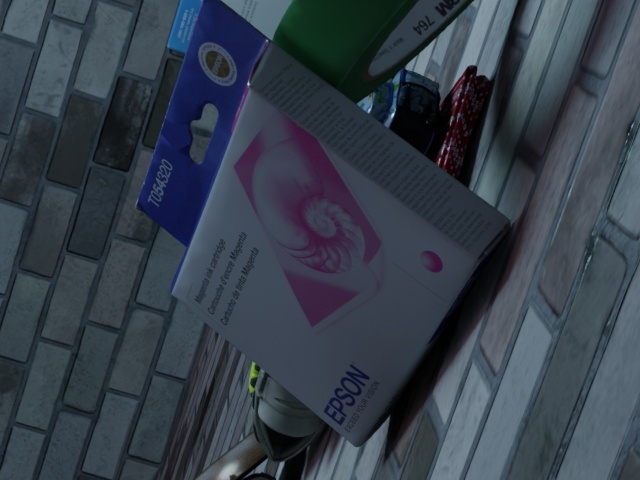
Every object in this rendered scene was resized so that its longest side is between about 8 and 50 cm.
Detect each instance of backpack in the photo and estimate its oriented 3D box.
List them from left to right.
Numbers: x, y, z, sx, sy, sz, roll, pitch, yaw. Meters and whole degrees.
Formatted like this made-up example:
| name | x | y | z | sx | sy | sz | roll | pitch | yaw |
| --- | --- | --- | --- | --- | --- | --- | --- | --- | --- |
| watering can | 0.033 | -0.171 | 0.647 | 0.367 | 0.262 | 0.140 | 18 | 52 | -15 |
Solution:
| name | x | y | z | sx | sy | sz | roll | pitch | yaw |
| --- | --- | --- | --- | --- | --- | --- | --- | --- | --- |
| backpack | 0.074 | -0.116 | 1.594 | 0.114 | 0.084 | 0.105 | -73 | 5 | -56 |

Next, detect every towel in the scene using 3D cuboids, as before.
| name | x | y | z | sx | sy | sz | roll | pitch | yaw |
| --- | --- | --- | --- | --- | --- | --- | --- | --- | --- |
| towel | 0.102 | -0.019 | 1.596 | 0.199 | 0.031 | 0.275 | 125 | 163 | -73 |

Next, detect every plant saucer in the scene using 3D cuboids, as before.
| name | x | y | z | sx | sy | sz | roll | pitch | yaw |
| --- | --- | --- | --- | --- | --- | --- | --- | --- | --- |
| plant saucer | -0.107 | 0.282 | 2.009 | 0.198 | 0.036 | 0.198 | -38 | -7 | -5 |

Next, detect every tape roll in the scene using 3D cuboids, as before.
| name | x | y | z | sx | sy | sz | roll | pitch | yaw |
| --- | --- | --- | --- | --- | --- | --- | --- | --- | --- |
| tape roll | 0.096 | -0.249 | 1.401 | 0.321 | 0.077 | 0.321 | -43 | -5 | -5 |

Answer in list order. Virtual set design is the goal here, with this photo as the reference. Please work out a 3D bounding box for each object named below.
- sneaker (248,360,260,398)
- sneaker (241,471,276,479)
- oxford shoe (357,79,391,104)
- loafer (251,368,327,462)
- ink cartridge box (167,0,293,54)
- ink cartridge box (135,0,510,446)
| name | x | y | z | sx | sy | sz | roll | pitch | yaw |
| --- | --- | --- | --- | --- | --- | --- | --- | --- | --- |
| sneaker | -0.033 | 0.074 | 2.068 | 0.123 | 0.109 | 0.295 | -105 | 32 | -69 |
| sneaker | -0.101 | 0.387 | 1.941 | 0.163 | 0.086 | 0.226 | 127 | 160 | -77 |
| oxford shoe | -0.017 | -0.142 | 2.176 | 0.169 | 0.130 | 0.449 | 35 | 116 | 47 |
| loafer | -0.018 | 0.164 | 1.795 | 0.319 | 0.112 | 0.111 | 105 | 174 | -65 |
| ink cartridge box | -0.053 | -0.364 | 2.463 | 0.129 | 0.307 | 0.223 | -80 | 10 | -57 |
| ink cartridge box | -0.030 | -0.007 | 1.429 | 0.071 | 0.330 | 0.324 | -46 | -12 | -37 |
